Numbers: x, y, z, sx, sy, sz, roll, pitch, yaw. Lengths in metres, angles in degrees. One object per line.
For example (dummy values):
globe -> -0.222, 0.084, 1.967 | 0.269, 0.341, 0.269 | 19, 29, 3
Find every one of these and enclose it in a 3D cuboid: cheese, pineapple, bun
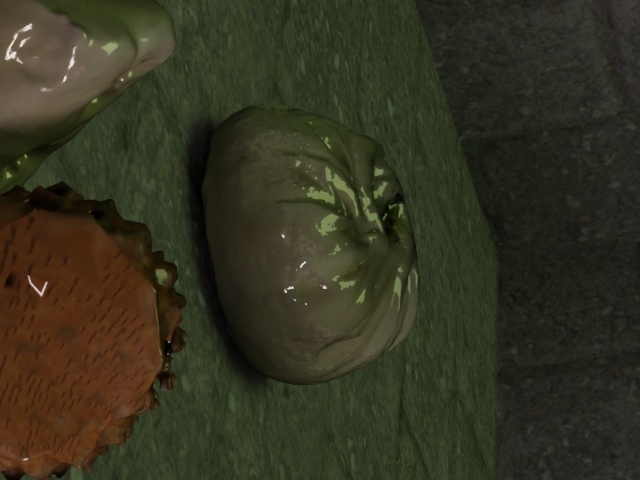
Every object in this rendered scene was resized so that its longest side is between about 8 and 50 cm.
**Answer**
cheese -> -0.278, -0.149, 1.429 | 0.248, 0.251, 0.174 | 46, 27, 9
pineapple -> -0.212, 0.070, 1.458 | 0.357, 0.223, 0.222 | 140, -59, -85
bun -> 0.000, 0.000, 2.246 | 0.360, 0.211, 0.359 | -10, 90, -74
